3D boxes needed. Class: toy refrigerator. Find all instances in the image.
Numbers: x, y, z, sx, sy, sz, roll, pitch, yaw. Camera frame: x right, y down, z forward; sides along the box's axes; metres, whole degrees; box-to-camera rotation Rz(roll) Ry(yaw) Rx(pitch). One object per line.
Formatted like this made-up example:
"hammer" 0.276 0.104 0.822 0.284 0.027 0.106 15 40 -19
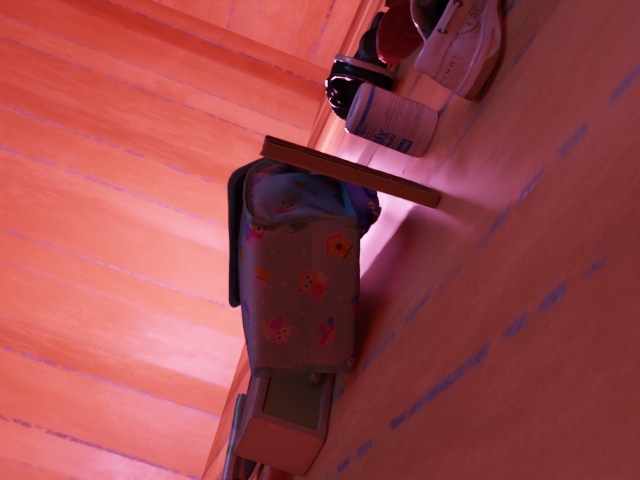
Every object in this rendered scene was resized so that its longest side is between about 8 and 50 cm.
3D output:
"toy refrigerator" -0.038 0.182 1.060 0.269 0.102 0.094 -78 11 -54

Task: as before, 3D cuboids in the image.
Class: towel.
"towel" -0.133 0.403 1.129 0.248 0.038 0.324 99 -179 -74

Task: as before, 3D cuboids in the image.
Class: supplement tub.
"supplement tub" 0.092 -0.157 0.984 0.071 0.107 0.071 -160 90 -84

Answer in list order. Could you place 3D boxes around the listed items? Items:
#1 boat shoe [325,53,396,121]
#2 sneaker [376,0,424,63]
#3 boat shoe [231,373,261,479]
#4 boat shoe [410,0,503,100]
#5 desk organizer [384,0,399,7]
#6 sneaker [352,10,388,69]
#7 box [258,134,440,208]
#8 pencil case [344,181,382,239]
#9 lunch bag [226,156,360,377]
"boat shoe" 0.067 -0.289 1.491 0.340 0.127 0.113 -115 44 -83
"sneaker" 0.152 -0.366 1.314 0.221 0.087 0.128 -60 -6 -24
"boat shoe" -0.122 0.287 1.443 0.112 0.096 0.335 124 165 -64
"boat shoe" 0.154 -0.271 0.870 0.277 0.096 0.098 -77 9 -48
"desk organizer" 0.188 -0.568 1.643 0.047 0.050 0.130 -78 11 -51
"sneaker" 0.114 -0.384 1.572 0.227 0.087 0.130 -74 6 -55
"box" 0.028 -0.084 0.884 0.164 0.201 0.021 -109 36 -80
"pencil case" 0.000 0.000 1.213 0.119 0.133 0.306 63 151 22
"lunch bag" -0.041 0.017 0.980 0.262 0.160 0.223 -111 21 -63
